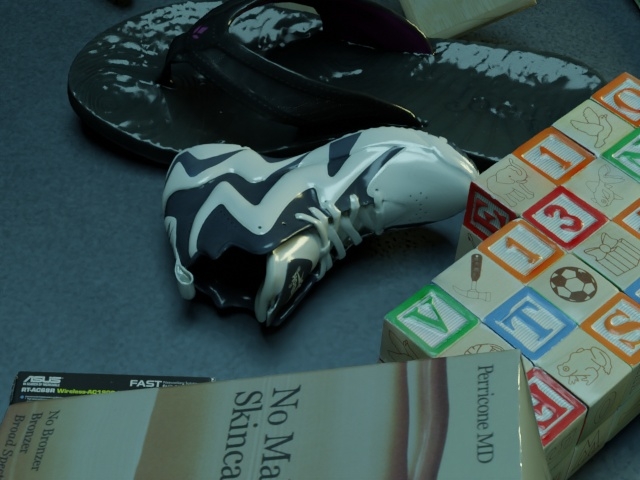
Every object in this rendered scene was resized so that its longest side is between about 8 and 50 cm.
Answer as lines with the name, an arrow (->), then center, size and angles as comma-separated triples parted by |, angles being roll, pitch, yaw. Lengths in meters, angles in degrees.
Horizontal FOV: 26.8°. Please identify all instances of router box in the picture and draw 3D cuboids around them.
router box -> -0.126, 0.125, 0.832 | 0.123, 0.092, 0.038 | 1, 45, -2

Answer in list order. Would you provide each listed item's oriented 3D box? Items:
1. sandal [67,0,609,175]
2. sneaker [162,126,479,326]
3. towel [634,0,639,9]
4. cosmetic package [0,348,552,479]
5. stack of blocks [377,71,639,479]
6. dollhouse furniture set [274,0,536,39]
sandal -> 0.019, -0.141, 1.084 | 0.446, 0.107, 0.167 | 5, 55, 0
sneaker -> 0.000, 0.000, 0.966 | 0.235, 0.094, 0.153 | 2, 46, -2
towel -> 0.473, -0.195, 1.228 | 0.325, 0.038, 0.247 | -8, 47, -10
cosmetic package -> -0.028, 0.165, 0.716 | 0.296, 0.129, 0.153 | -8, 41, 12
stack of blocks -> 0.171, 0.025, 0.895 | 0.297, 0.087, 0.171 | -35, 59, -29
dollhouse furniture set -> 0.092, -0.305, 1.306 | 0.303, 0.173, 0.355 | -21, 16, 9
